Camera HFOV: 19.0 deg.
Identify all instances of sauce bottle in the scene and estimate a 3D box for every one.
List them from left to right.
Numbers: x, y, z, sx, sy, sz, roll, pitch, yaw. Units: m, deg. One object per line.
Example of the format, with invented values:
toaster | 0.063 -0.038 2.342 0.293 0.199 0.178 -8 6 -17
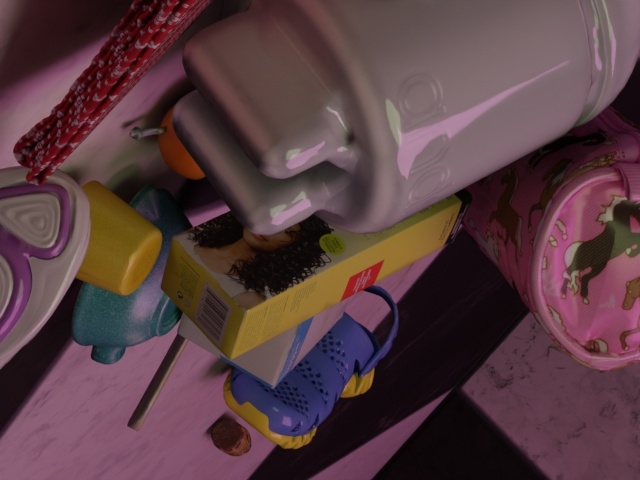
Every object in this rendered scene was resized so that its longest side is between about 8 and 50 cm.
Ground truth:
sauce bottle | -0.106 0.246 2.370 0.042 0.042 0.128 -44 167 -1

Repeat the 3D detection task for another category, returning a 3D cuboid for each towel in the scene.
towel | -0.068 -0.152 1.074 0.199 0.031 0.275 -52 -173 -37

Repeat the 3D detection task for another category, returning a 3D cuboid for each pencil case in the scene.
pencil case | 0.184 -0.044 1.478 0.160 0.167 0.386 -33 -156 2

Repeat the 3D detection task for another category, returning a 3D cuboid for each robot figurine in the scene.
robot figurine | 0.074 -0.135 1.293 0.353 0.200 0.300 -28 162 -23

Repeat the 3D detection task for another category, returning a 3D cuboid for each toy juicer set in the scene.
toy juicer set | -0.123 -0.004 1.463 0.209 0.089 0.329 -56 167 -22

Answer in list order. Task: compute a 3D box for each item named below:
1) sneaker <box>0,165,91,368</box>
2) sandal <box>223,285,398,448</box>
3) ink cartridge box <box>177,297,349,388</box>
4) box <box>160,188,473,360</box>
sneaker | -0.256 0.057 1.219 0.305 0.114 0.152 -44 -178 16
sandal | -0.003 0.130 2.178 0.138 0.126 0.317 -55 172 27
ink cartridge box | -0.029 0.030 1.485 0.143 0.092 0.090 -42 158 -55
box | 0.000 0.000 1.398 0.232 0.087 0.058 -27 150 -38
